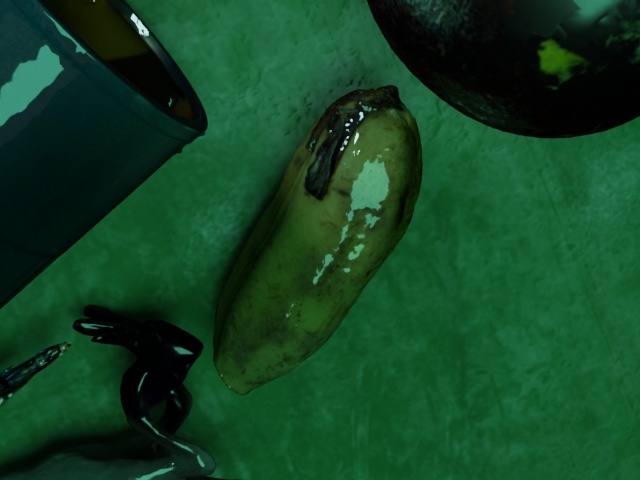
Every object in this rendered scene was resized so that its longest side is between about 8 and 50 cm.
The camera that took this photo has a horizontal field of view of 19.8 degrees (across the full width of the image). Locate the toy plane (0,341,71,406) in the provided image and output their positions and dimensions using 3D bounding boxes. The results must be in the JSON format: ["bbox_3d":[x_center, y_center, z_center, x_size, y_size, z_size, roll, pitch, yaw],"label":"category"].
[{"bbox_3d":[-0.268,0.127,1.354,0.188,0.062,0.135,-32,87,16],"label":"toy plane"}]

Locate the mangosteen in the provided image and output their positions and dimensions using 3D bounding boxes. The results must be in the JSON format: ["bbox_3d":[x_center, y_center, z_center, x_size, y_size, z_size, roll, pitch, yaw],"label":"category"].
[{"bbox_3d":[0.158,-0.203,1.226,0.288,0.288,0.288,-6,117,-13],"label":"mangosteen"}]

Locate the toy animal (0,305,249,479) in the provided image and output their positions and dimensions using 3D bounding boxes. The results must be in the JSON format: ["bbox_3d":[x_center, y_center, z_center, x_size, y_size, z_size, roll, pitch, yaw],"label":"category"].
[{"bbox_3d":[-0.186,0.195,1.414,0.195,0.090,0.324,45,103,-5],"label":"toy animal"}]

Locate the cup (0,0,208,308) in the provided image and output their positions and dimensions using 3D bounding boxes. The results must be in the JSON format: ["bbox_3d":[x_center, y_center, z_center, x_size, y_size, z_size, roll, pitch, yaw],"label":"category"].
[{"bbox_3d":[-0.279,-0.081,1.169,0.292,0.242,0.308,-43,121,10],"label":"cup"}]

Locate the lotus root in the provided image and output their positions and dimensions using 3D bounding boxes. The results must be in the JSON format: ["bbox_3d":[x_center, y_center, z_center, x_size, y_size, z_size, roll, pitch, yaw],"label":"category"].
[{"bbox_3d":[0.000,0.000,1.359,0.097,0.110,0.258,24,110,-22],"label":"lotus root"}]
